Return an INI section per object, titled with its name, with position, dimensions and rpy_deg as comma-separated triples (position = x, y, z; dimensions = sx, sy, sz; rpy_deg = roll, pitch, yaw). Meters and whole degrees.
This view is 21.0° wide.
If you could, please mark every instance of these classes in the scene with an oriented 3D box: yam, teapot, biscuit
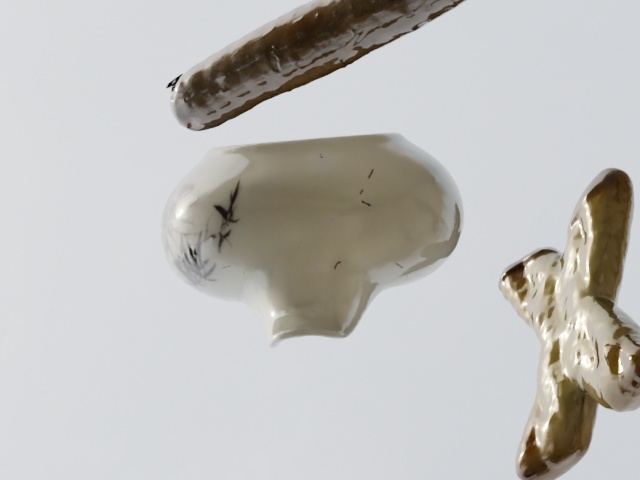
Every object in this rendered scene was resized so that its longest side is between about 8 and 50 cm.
[yam]
position = 0.007, -0.123, 1.015
dimensions = 0.046, 0.264, 0.046
rpy_deg = 29, -130, -40
[teapot]
position = 0.000, 0.000, 1.214
dimensions = 0.208, 0.299, 0.166
rpy_deg = -16, -99, 6
[biscuit]
position = 0.197, 0.063, 1.299
dimensions = 0.047, 0.164, 0.208
rpy_deg = 19, -136, -21
